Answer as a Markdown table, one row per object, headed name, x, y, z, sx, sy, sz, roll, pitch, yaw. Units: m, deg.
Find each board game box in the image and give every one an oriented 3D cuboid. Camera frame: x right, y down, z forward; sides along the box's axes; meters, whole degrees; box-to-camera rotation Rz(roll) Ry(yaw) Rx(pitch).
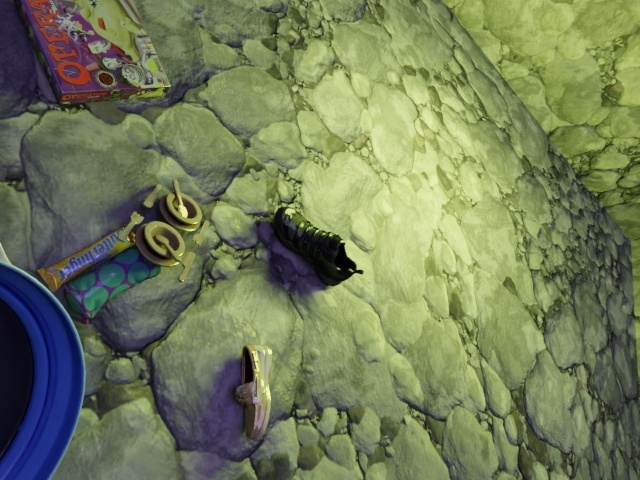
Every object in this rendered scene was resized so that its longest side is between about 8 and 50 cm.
| name | x | y | z | sx | sy | sz | roll | pitch | yaw |
| --- | --- | --- | --- | --- | --- | --- | --- | --- | --- |
| board game box | -0.446 | -0.428 | 0.855 | 0.208 | 0.056 | 0.347 | -23 | 89 | -38 |

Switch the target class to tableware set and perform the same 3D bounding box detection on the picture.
| name | x | y | z | sx | sy | sz | roll | pitch | yaw |
| --- | --- | --- | --- | --- | --- | --- | --- | --- | --- |
| tableware set | -0.258 | -0.030 | 0.805 | 0.128 | 0.039 | 0.194 | 39 | 28 | -21 |

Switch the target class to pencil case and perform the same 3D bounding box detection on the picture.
| name | x | y | z | sx | sy | sz | roll | pitch | yaw |
| --- | --- | --- | --- | --- | --- | --- | --- | --- | --- |
| pencil case | -0.331 | 0.063 | 0.738 | 0.151 | 0.064 | 0.070 | -38 | 120 | -41 |

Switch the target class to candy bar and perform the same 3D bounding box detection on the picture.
| name | x | y | z | sx | sy | sz | roll | pitch | yaw |
| --- | --- | --- | --- | --- | --- | --- | --- | --- | --- |
| candy bar | -0.377 | 0.024 | 0.749 | 0.161 | 0.018 | 0.040 | -41 | 100 | -41 |

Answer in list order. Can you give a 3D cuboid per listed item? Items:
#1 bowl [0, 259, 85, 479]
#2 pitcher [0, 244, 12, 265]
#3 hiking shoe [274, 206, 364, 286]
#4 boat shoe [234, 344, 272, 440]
| name | x | y | z | sx | sy | sz | roll | pitch | yaw |
| --- | --- | --- | --- | --- | --- | --- | --- | --- | --- |
| bowl | -0.439 | 0.193 | 0.457 | 0.391 | 0.077 | 0.392 | -30 | 125 | -56 |
| pitcher | -0.471 | 0.103 | 0.582 | 0.178 | 0.125 | 0.207 | 61 | 40 | -33 |
| hiking shoe | 0.000 | 0.000 | 1.002 | 0.227 | 0.114 | 0.086 | 45 | 50 | -17 |
| boat shoe | -0.127 | 0.272 | 0.830 | 0.059 | 0.063 | 0.170 | 20 | 52 | -30 |
